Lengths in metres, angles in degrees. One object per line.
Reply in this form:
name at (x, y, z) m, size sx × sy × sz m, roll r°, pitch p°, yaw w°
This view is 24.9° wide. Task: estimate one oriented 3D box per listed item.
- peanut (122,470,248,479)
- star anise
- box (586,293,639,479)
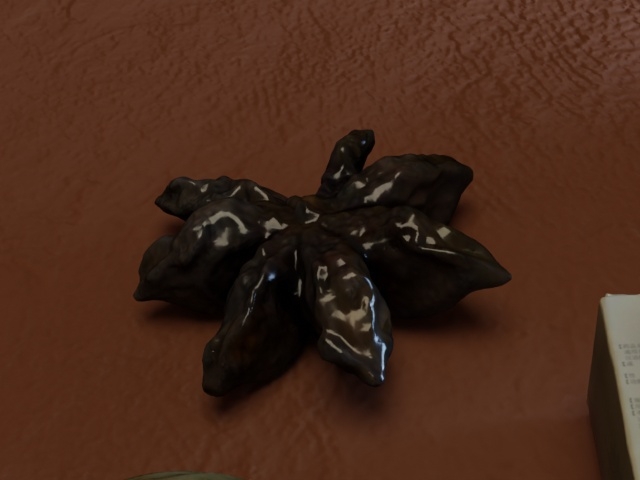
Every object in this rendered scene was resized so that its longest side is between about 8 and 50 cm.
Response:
peanut at (-0.086, 0.172, 0.637) m, size 0.224 × 0.129 × 0.129 m, roll -17°, pitch 47°, yaw -9°
star anise at (-0.001, 0.012, 0.813) m, size 0.212 × 0.073 × 0.197 m, roll -16°, pitch 44°, yaw -4°
box at (0.241, 0.105, 0.674) m, size 0.212 × 0.095 × 0.168 m, roll -3°, pitch 48°, yaw 3°
